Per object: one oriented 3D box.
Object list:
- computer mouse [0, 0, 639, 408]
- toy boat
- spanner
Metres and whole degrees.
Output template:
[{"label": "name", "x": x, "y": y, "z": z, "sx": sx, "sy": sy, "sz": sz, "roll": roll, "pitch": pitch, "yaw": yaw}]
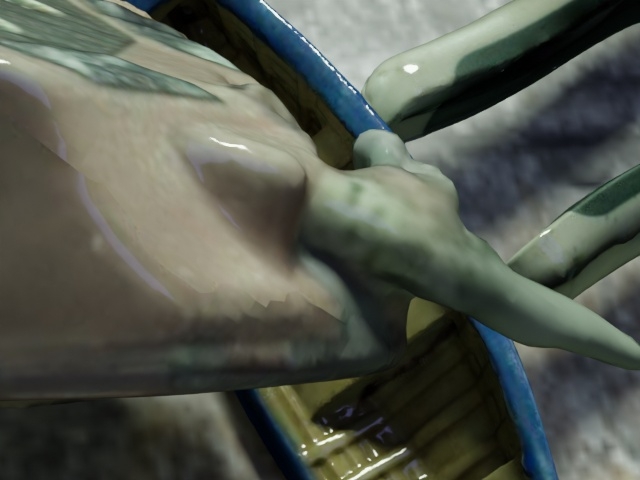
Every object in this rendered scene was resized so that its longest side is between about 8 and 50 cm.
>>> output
[{"label": "computer mouse", "x": -0.122, "y": -0.018, "z": 0.421, "sx": 0.389, "sy": 0.115, "sz": 0.199, "roll": 20, "pitch": 15, "yaw": -1}, {"label": "toy boat", "x": 0.000, "y": 0.000, "z": 0.512, "sx": 0.046, "sy": 0.080, "sz": 0.229, "roll": 1, "pitch": 54, "yaw": -56}, {"label": "spanner", "x": 0.154, "y": -0.074, "z": 0.606, "sx": 0.325, "sy": 0.040, "sz": 0.095, "roll": -29, "pitch": 75, "yaw": -33}]
